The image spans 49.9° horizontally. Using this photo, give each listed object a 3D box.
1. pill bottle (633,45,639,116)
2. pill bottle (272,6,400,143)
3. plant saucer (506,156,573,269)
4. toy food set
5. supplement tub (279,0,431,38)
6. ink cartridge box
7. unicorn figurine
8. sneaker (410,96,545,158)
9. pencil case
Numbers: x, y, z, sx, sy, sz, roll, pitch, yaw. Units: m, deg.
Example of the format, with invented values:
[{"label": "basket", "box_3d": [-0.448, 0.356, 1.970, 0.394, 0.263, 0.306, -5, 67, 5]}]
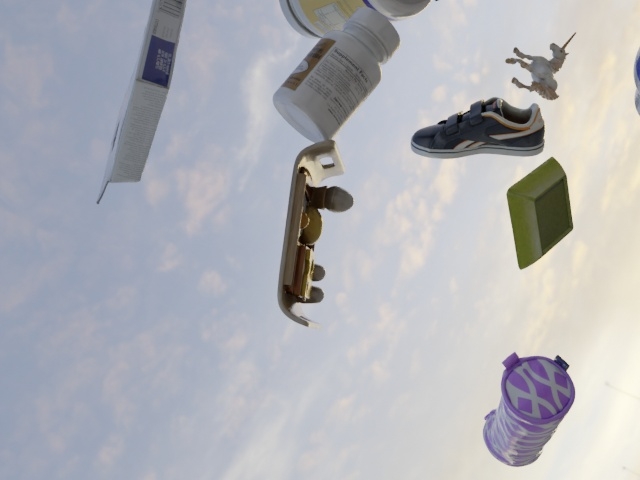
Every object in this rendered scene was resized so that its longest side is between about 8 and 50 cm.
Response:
[{"label": "pill bottle", "box_3d": [0.486, -0.242, 0.864, 0.152, 0.152, 0.272, -59, -19, -12]}, {"label": "pill bottle", "box_3d": [0.033, -0.293, 1.214, 0.229, 0.131, 0.131, -51, -39, -8]}, {"label": "plant saucer", "box_3d": [0.473, -0.056, 1.449, 0.188, 0.045, 0.188, -32, -62, -33]}, {"label": "toy food set", "box_3d": [0.000, 0.000, 1.200, 0.220, 0.092, 0.306, 49, -133, -80]}, {"label": "supplement tub", "box_3d": [0.077, -0.595, 1.568, 0.241, 0.331, 0.241, -1, -88, -38]}, {"label": "ink cartridge box", "box_3d": [-0.234, -0.189, 0.908, 0.045, 0.223, 0.224, 15, -43, -20]}, {"label": "unicorn figurine", "box_3d": [0.382, -0.299, 1.193, 0.111, 0.060, 0.162, 14, -117, -14]}, {"label": "sneaker", "box_3d": [0.375, -0.277, 1.659, 0.126, 0.320, 0.128, -74, -22, -50]}, {"label": "pencil case", "box_3d": [0.247, 0.212, 0.842, 0.086, 0.088, 0.206, -41, -29, -21]}]
